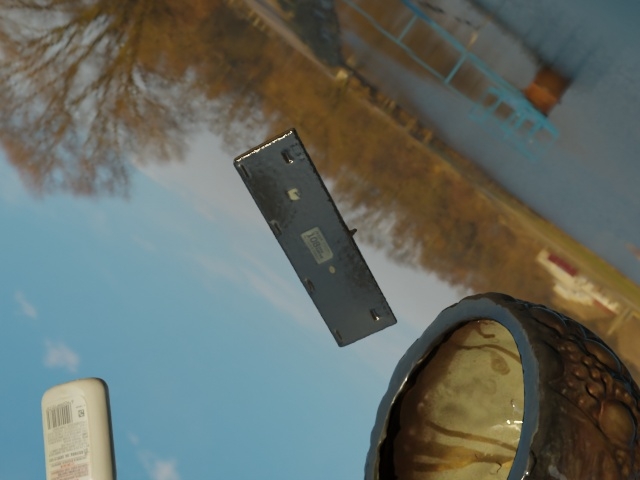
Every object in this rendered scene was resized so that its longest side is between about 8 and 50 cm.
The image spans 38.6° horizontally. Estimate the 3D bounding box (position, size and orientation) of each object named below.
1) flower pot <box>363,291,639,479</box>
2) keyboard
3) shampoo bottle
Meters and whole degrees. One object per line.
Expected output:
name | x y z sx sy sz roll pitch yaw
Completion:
flower pot | 0.210 0.209 0.785 0.267 0.267 0.266 24 -169 -19
keyboard | 0.000 0.000 1.249 0.317 0.106 0.027 62 -171 -19
shampoo bottle | -0.300 0.288 1.144 0.051 0.108 0.221 18 -122 -58
